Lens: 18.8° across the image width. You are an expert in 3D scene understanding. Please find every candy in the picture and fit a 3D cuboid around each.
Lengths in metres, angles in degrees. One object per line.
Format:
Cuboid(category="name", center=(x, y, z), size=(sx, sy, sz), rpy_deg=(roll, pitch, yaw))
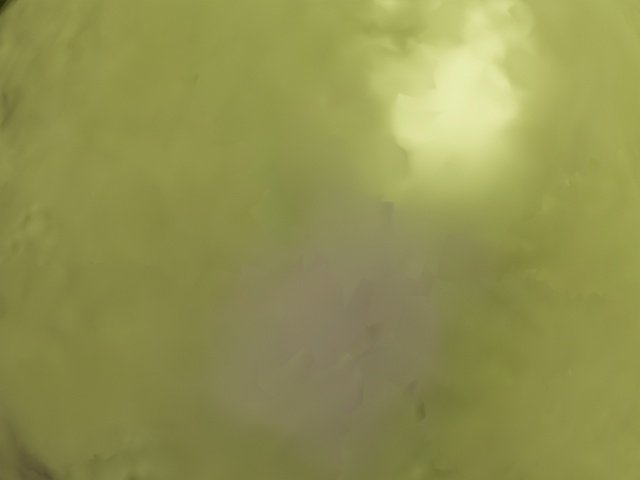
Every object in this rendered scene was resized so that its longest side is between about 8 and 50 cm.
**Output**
Cuboid(category="candy", center=(0.000, 0.000, 0.862), size=(0.386, 0.186, 0.427), rpy_deg=(14, 80, -3))
